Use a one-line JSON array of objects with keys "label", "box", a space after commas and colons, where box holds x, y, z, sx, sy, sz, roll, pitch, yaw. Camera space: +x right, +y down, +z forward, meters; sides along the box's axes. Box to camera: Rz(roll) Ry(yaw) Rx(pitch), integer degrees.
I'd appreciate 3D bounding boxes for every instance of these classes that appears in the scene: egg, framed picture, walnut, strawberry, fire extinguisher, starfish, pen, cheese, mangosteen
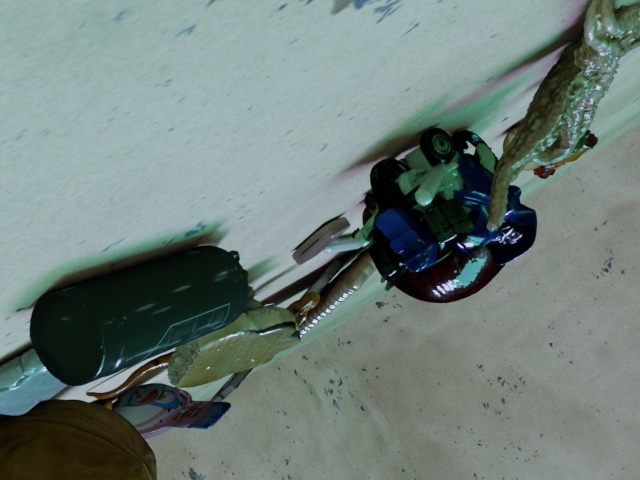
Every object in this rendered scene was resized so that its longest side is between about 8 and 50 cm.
[{"label": "egg", "box": [0.347, -0.157, 1.737, 0.080, 0.080, 0.096, -33, 179, 8]}, {"label": "framed picture", "box": [-0.092, 0.191, 2.087, 0.335, 0.022, 0.247, -49, 180, -21]}, {"label": "walnut", "box": [-0.417, 0.405, 1.491, 0.398, 0.308, 0.354, -33, -154, 12]}, {"label": "strawberry", "box": [0.471, -0.185, 2.040, 0.140, 0.085, 0.192, -38, 171, 32]}, {"label": "fire extinguisher", "box": [-0.164, 0.063, 1.079, 0.114, 0.095, 0.311, 8, -166, 31]}, {"label": "starfish", "box": [0.302, -0.173, 1.260, 0.324, 0.082, 0.432, -56, 169, 26]}, {"label": "pen", "box": [0.035, 0.008, 1.768, 0.026, 0.026, 0.218, -34, 173, 16]}, {"label": "cheese", "box": [-0.313, 0.342, 2.054, 0.286, 0.074, 0.189, -1, -156, 31]}, {"label": "mangosteen", "box": [0.175, -0.015, 1.535, 0.216, 0.216, 0.216, -31, 173, -4]}]

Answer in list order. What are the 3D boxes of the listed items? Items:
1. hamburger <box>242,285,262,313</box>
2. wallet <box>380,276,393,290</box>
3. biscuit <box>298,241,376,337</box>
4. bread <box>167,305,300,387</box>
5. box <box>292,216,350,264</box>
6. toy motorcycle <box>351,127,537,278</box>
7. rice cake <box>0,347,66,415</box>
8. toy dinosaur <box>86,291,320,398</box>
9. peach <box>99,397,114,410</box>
[{"label": "hamburger", "box": [-0.147, 0.111, 1.622, 0.121, 0.054, 0.084, -20, 170, -24]}, {"label": "wallet", "box": [0.201, -0.014, 2.012, 0.160, 0.055, 0.236, -39, 165, -38]}, {"label": "biscuit", "box": [0.052, 0.084, 2.122, 0.217, 0.044, 0.325, -44, 179, -36]}, {"label": "bread", "box": [-0.129, 0.161, 1.614, 0.207, 0.056, 0.286, -12, 163, -27]}, {"label": "box", "box": [0.000, 0.000, 1.576, 0.048, 0.025, 0.115, -32, 175, -38]}, {"label": "toy motorcycle", "box": [0.177, -0.043, 1.340, 0.125, 0.196, 0.331, -36, 173, 35]}, {"label": "rice cake", "box": [-0.342, 0.163, 1.210, 0.124, 0.038, 0.211, -31, 172, -2]}, {"label": "toy dinosaur", "box": [-0.187, 0.199, 1.848, 0.432, 0.097, 0.208, -27, 177, 3]}, {"label": "peach", "box": [-0.504, 0.390, 1.953, 0.279, 0.068, 0.189, -28, 170, -25]}]
